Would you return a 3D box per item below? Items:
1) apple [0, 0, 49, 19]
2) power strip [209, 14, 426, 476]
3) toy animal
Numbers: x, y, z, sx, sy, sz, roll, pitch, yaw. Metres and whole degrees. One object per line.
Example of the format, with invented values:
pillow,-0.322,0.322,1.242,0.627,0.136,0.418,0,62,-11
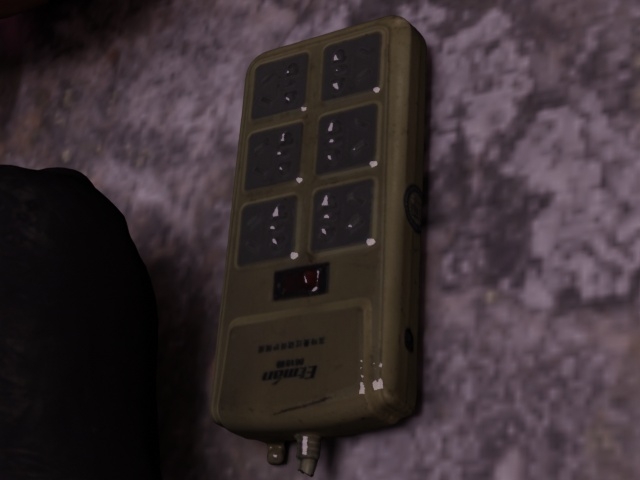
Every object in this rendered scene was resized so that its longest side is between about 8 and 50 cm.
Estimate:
apple,-0.183,-0.224,0.548,0.305,0.235,0.306,-13,64,28
power strip,0.000,0.000,0.445,0.076,0.028,0.169,-11,62,30
toy animal,-0.098,0.130,0.406,0.168,0.106,0.343,-31,60,11
